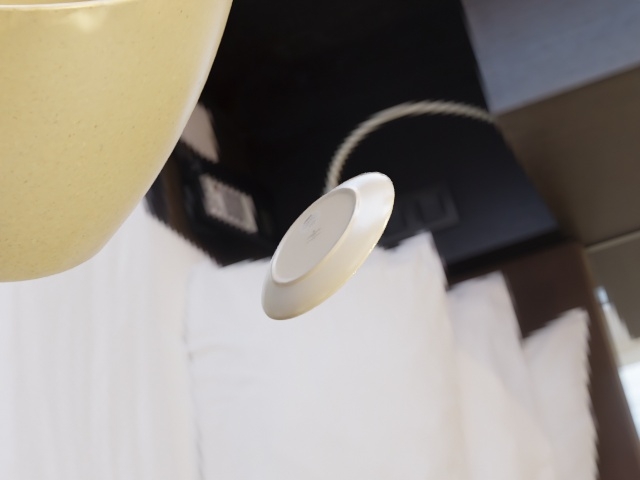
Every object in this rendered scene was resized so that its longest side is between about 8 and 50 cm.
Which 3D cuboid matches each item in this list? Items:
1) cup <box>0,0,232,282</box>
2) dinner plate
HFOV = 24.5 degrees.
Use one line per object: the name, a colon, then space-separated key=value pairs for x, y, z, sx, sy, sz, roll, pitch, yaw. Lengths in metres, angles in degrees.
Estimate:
cup: x=-0.227 y=-0.112 z=1.028 sx=0.331 sy=0.331 sz=0.237 roll=-79 pitch=177 yaw=-62
dinner plate: x=0.000 y=0.000 z=1.128 sx=0.017 sy=0.141 sz=0.141 roll=42 pitch=27 yaw=-22
